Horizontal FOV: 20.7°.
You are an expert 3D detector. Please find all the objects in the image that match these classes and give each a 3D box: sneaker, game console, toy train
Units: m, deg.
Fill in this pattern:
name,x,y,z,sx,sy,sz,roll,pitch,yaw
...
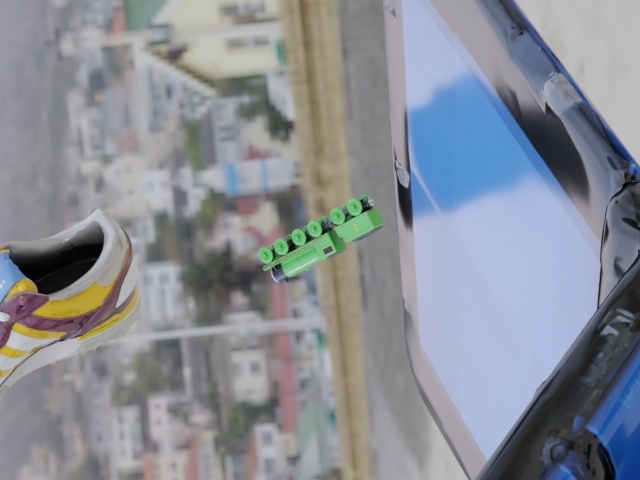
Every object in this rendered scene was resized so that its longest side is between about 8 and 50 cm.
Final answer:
name,x,y,z,sx,sy,sz,roll,pitch,yaw
sneaker,-0.183,0.046,0.947,0.069,0.185,0.084,43,156,28
game console,0.028,0.083,0.562,0.250,0.173,0.293,-49,-28,-28
toy train,0.000,0.000,0.967,0.017,0.083,0.023,-22,-95,-56
